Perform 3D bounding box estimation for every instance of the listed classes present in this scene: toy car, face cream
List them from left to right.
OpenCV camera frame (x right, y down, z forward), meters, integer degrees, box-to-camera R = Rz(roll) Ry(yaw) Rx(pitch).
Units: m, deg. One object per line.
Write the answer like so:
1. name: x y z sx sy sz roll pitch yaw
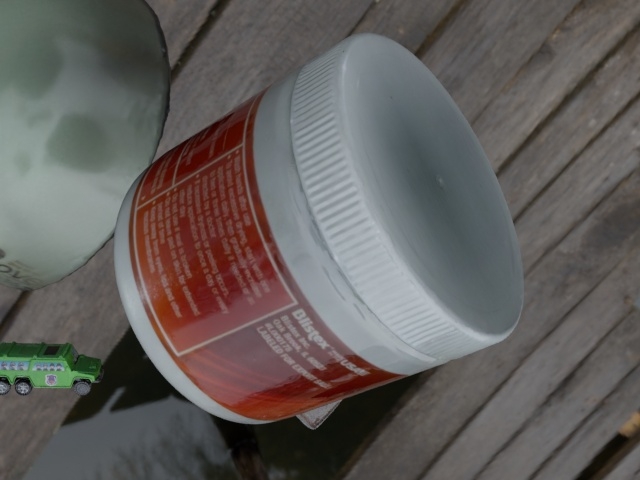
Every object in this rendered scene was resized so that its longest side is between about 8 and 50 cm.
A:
1. toy car: -0.412 0.190 1.163 0.165 0.071 0.062 2 107 -6
2. face cream: 0.000 0.000 0.496 0.187 0.201 0.201 -26 139 31

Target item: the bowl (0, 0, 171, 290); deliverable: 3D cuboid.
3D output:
1. bowl: -0.339 -0.138 0.779 0.354 0.354 0.185 -50 143 13

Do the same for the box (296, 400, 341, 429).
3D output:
1. box: -0.058 0.086 1.023 0.190 0.297 0.225 -45 101 -12
